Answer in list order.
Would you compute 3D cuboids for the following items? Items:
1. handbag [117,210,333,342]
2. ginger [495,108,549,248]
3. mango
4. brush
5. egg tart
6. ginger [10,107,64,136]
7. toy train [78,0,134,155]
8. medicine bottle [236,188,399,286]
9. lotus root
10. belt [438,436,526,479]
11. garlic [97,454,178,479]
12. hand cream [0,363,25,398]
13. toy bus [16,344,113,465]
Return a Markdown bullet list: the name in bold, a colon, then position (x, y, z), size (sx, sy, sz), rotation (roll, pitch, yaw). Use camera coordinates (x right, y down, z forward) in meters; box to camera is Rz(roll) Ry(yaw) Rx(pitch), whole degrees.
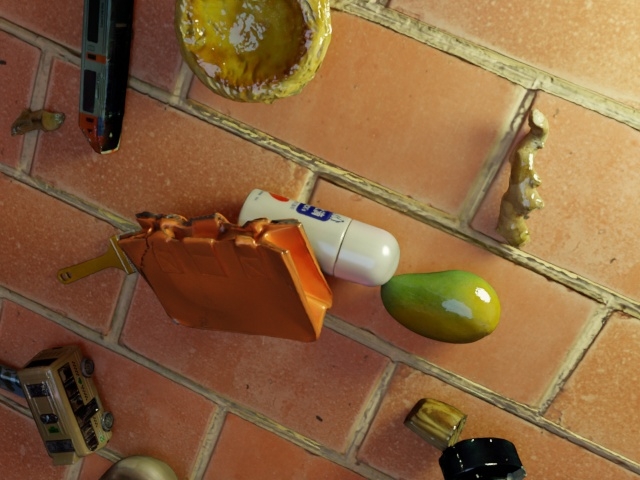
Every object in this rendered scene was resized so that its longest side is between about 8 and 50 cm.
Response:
- **handbag**: position (-0.194, 0.071, 1.431), size (0.410, 0.116, 0.303), rotation (4, 136, 26)
- **ginger**: position (0.399, -0.115, 1.312), size (0.089, 0.075, 0.288), rotation (24, 120, 31)
- **mango**: position (0.248, 0.137, 1.418), size (0.251, 0.114, 0.156), rotation (3, 116, 14)
- **brush**: position (-0.543, 0.057, 1.664), size (0.272, 0.013, 0.103), rotation (-18, 103, 21)
- **egg tart**: position (-0.124, -0.421, 1.320), size (0.319, 0.128, 0.319), rotation (6, 112, 14)
- **ginger**: position (-0.660, -0.276, 1.565), size (0.137, 0.044, 0.057), rotation (-5, 125, 19)
- **toy train**: position (-0.463, -0.389, 1.446), size (0.089, 0.086, 0.409), rotation (16, 113, 10)
- **medicine bottle**: position (0.000, 0.000, 1.429), size (0.341, 0.130, 0.130), rotation (19, 113, 9)
- **lotus root**: position (0.266, 0.412, 1.529), size (0.135, 0.095, 0.159), rotation (30, 154, 14)
- **belt**: position (0.358, 0.503, 1.495), size (0.198, 0.078, 0.151), rotation (9, 132, -23)
- **garlic**: position (-0.472, 0.704, 1.805), size (0.325, 0.132, 0.279), rotation (11, 112, 14)
- **hand cream**: position (-0.850, 0.374, 1.840), size (0.271, 0.058, 0.091), rotation (24, 117, 1)
- **toy bus**: position (-0.656, 0.427, 1.745), size (0.139, 0.157, 0.289), rotation (-8, 106, 18)
